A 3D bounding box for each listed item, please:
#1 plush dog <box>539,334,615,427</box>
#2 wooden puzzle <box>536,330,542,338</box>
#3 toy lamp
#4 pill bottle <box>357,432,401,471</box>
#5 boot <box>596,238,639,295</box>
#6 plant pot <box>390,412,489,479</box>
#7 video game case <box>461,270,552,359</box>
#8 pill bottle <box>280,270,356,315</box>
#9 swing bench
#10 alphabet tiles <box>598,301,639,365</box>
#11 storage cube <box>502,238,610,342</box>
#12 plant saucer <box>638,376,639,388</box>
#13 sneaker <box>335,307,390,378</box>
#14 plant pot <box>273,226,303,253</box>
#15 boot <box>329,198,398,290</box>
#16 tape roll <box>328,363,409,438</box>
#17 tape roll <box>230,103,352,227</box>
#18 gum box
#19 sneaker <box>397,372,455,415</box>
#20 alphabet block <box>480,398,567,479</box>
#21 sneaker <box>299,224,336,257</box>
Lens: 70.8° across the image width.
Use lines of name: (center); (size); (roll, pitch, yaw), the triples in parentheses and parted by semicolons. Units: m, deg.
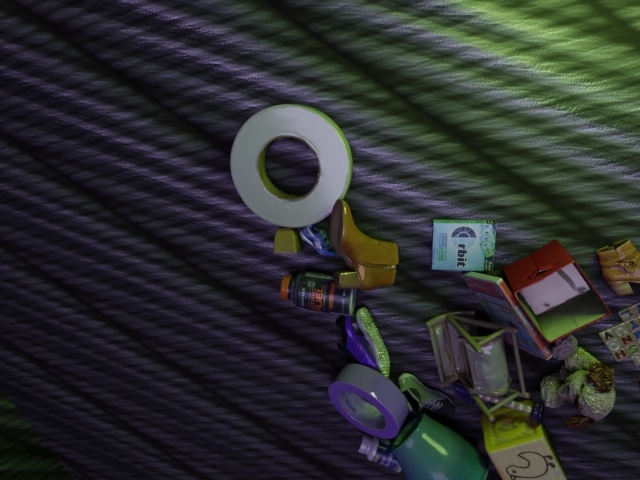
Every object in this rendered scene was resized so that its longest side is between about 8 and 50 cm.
plush dog: (0.808, 0.444, 1.368); (0.210, 0.225, 0.262); (9, 110, 10)
wooden puzzle: (0.682, 0.315, 1.470); (0.083, 0.006, 0.049); (-2, 109, 13)
toy lamp: (0.584, 0.528, 1.492); (0.274, 0.080, 0.080); (8, 113, 36)
pill bottle: (0.230, 0.792, 1.694); (0.169, 0.094, 0.094); (21, 112, 5)
boot: (0.915, 0.061, 1.295); (0.197, 0.073, 0.152); (-26, 97, 17)
plant pot: (0.393, 0.757, 1.567); (0.255, 0.271, 0.272); (44, 113, 11)
video game case: (0.557, 0.219, 1.367); (0.025, 0.204, 0.285); (-37, 99, -7)
pill bottle: (-0.007, 0.173, 1.513); (0.245, 0.130, 0.130); (6, 110, 11)
swing bench: (0.491, 0.376, 1.432); (0.165, 0.254, 0.253); (-22, 108, -19)
alphabet tiles: (1.000, 0.278, 1.383); (0.237, 0.009, 0.198); (-34, 99, 21)
storage cube: (0.674, 0.144, 1.312); (0.183, 0.193, 0.215); (-35, 99, 21)
plant saucer: (1.167, 0.526, 1.412); (0.259, 0.048, 0.258); (-15, 105, 17)
sneaker: (0.140, 0.376, 1.575); (0.146, 0.102, 0.293); (-18, 101, 25)
plant pot: (-0.110, -0.004, 1.505); (0.081, 0.081, 0.083); (-3, 96, 14)
boot: (0.143, 0.011, 1.420); (0.211, 0.104, 0.295); (-6, 100, -21)
tape roll: (0.164, 0.558, 1.565); (0.275, 0.090, 0.275); (25, 139, 24)
tape roll: (-0.092, -0.230, 1.423); (0.392, 0.072, 0.392); (4, 109, 12)
gum box: (0.442, 0.016, 1.402); (0.184, 0.041, 0.157); (2, 109, 11)
sneaker: (0.364, 0.569, 1.565); (0.228, 0.132, 0.086); (31, 113, 1)
alphabet block: (0.671, 0.688, 1.505); (0.192, 0.193, 0.197); (-28, 101, 18)
sneaker: (0.000, 0.000, 1.493); (0.144, 0.053, 0.059); (39, 111, -4)
